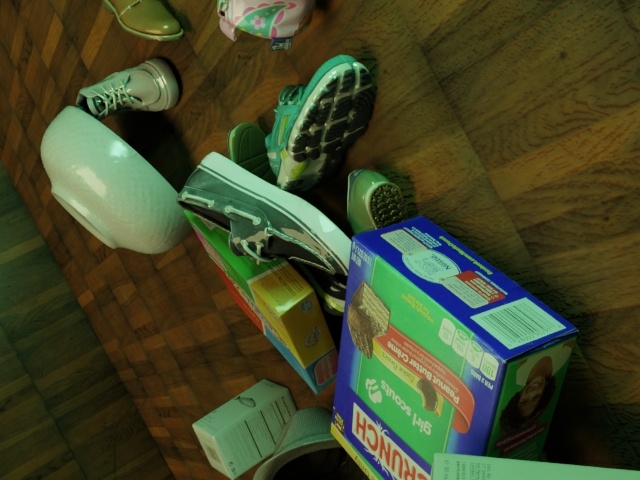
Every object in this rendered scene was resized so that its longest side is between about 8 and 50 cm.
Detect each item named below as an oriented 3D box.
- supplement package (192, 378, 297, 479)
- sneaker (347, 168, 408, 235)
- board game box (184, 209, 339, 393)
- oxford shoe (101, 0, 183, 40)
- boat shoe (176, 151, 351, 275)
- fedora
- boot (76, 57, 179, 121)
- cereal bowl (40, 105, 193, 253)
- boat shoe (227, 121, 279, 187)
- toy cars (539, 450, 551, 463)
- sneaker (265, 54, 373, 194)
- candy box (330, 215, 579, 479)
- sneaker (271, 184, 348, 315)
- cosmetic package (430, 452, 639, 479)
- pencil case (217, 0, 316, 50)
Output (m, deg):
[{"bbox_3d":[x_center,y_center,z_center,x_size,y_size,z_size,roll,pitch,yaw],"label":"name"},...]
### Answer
[{"bbox_3d":[-0.141,0.371,1.703,0.105,0.179,0.105,4,119,59],"label":"supplement package"},{"bbox_3d":[0.076,-0.010,1.104,0.086,0.064,0.192,48,156,51],"label":"sneaker"},{"bbox_3d":[-0.080,0.088,1.354,0.242,0.064,0.316,45,167,29],"label":"board game box"},{"bbox_3d":[-0.287,-0.377,1.359,0.212,0.076,0.076,41,136,33],"label":"oxford shoe"},{"bbox_3d":[-0.076,-0.016,1.147,0.301,0.102,0.108,32,164,29],"label":"boat shoe"},{"bbox_3d":[-0.002,0.379,1.481,0.124,0.243,0.275,-106,-1,-49],"label":"fedora"},{"bbox_3d":[-0.349,-0.252,1.523,0.258,0.123,0.095,0,116,60],"label":"boot"},{"bbox_3d":[-0.406,-0.089,1.637,0.339,0.141,0.339,38,165,12],"label":"cereal bowl"},{"bbox_3d":[-0.100,-0.075,1.314,0.073,0.080,0.223,14,132,49],"label":"boat shoe"},{"bbox_3d":[0.226,0.352,1.163,0.176,0.087,0.394,62,151,24],"label":"toy cars"},{"bbox_3d":[-0.020,-0.152,1.086,0.110,0.107,0.275,64,154,13],"label":"sneaker"},{"bbox_3d":[0.137,0.176,1.016,0.268,0.122,0.317,41,136,45],"label":"candy box"},{"bbox_3d":[0.000,0.000,1.232,0.235,0.084,0.097,50,142,7],"label":"sneaker"},{"bbox_3d":[0.258,0.309,0.837,0.309,0.113,0.160,3,130,9],"label":"cosmetic package"},{"bbox_3d":[-0.059,-0.354,0.931,0.124,0.124,0.284,45,148,29],"label":"pencil case"}]
